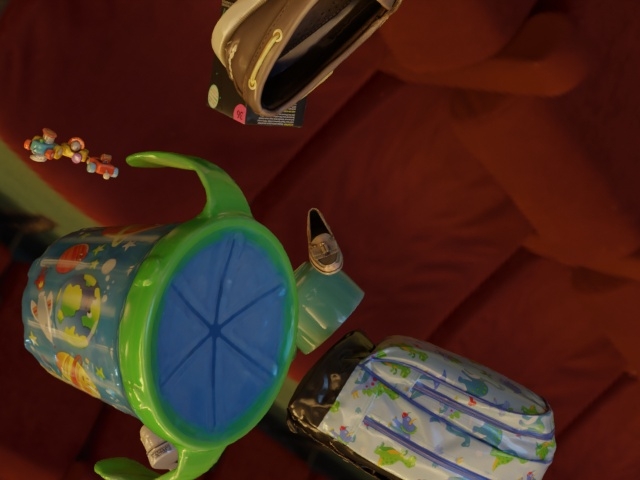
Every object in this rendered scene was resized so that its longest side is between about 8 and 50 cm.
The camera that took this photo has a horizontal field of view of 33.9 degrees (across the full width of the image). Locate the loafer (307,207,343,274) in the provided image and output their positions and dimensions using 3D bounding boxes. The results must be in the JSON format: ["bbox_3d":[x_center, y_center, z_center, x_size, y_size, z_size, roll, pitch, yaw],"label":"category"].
[{"bbox_3d":[0.000,0.000,1.461,0.045,0.125,0.039,-18,124,-1],"label":"loafer"}]

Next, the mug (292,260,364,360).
[{"bbox_3d":[-0.020,0.098,1.561,0.097,0.158,0.129,45,140,-3],"label":"mug"}]

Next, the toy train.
[{"bbox_3d":[-0.457,-0.164,1.936,0.166,0.046,0.125,12,-165,-35],"label":"toy train"}]

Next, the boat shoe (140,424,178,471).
[{"bbox_3d":[-0.296,0.411,2.108,0.088,0.096,0.267,58,-176,19],"label":"boat shoe"}]

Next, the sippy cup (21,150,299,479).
[{"bbox_3d":[-0.178,0.079,1.084,0.224,0.305,0.240,7,146,35],"label":"sippy cup"}]

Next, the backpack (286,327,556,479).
[{"bbox_3d":[0.162,0.267,1.531,0.355,0.273,0.290,42,-178,9],"label":"backpack"}]

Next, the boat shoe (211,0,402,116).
[{"bbox_3d":[0.037,-0.247,0.984,0.324,0.096,0.116,-39,148,18],"label":"boat shoe"}]

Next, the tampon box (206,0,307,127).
[{"bbox_3d":[-0.084,-0.254,1.503,0.101,0.161,0.120,-1,-161,-34],"label":"tampon box"}]
